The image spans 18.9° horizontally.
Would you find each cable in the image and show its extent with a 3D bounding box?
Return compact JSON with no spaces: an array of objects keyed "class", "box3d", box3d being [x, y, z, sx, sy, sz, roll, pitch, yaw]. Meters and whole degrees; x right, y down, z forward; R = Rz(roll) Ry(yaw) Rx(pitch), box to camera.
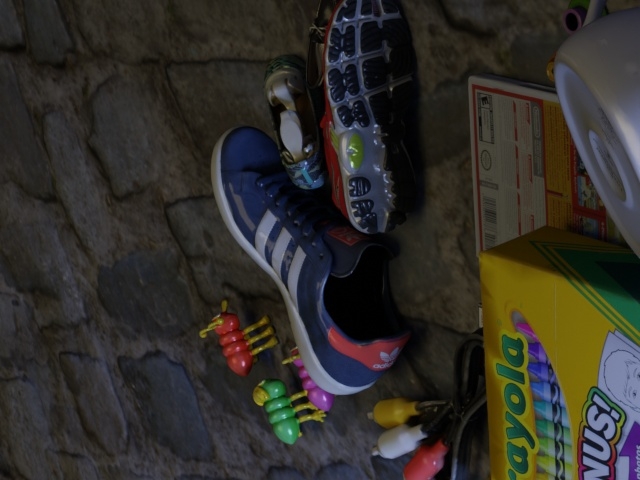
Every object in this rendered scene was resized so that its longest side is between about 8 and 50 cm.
[{"class":"cable","box3d":[0.140,0.204,2.146,0.139,0.072,0.287,63,152,15]}]

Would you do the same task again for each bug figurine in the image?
[{"class":"bug figurine","box3d":[-0.050,0.136,2.413,0.216,0.072,0.279,64,146,14]}]

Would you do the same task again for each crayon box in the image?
[{"class":"crayon box","box3d":[0.305,0.196,1.844,0.313,0.106,0.362,17,120,44]}]

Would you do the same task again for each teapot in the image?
[{"class":"teapot","box3d":[0.327,-0.107,1.656,0.256,0.187,0.252,64,178,-16]}]

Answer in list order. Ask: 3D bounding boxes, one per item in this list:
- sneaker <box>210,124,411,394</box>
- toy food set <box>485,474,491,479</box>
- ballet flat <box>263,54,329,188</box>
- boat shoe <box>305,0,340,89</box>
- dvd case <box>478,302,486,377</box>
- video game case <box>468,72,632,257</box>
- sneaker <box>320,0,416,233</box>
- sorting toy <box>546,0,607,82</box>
[{"class":"sneaker","box3d":[0.000,0.000,2.243,0.148,0.131,0.350,-40,77,50]},{"class":"toy food set","box3d":[0.229,0.340,2.088,0.128,0.071,0.217,-34,76,56]},{"class":"ballet flat","box3d":[-0.031,-0.149,2.233,0.070,0.070,0.188,-58,42,49]},{"class":"boat shoe","box3d":[0.005,-0.231,2.201,0.046,0.038,0.125,39,134,41]},{"class":"dvd case","box3d":[0.212,0.124,2.072,0.119,0.013,0.087,23,122,49]},{"class":"video game case","box3d":[0.252,-0.049,1.925,0.285,0.025,0.204,20,120,51]},{"class":"sneaker","box3d":[0.035,-0.146,2.142,0.118,0.107,0.279,-149,54,-61]},{"class":"sorting toy","box3d":[0.245,-0.187,1.859,0.061,0.042,0.102,38,133,42]}]
